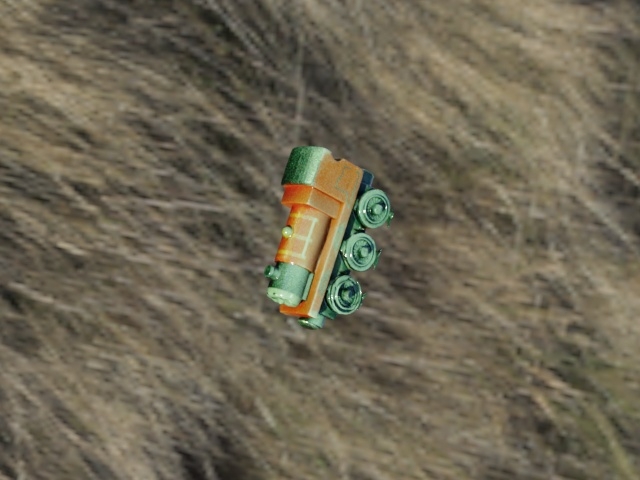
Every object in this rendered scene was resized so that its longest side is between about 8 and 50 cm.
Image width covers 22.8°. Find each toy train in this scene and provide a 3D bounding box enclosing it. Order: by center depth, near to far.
[{"bbox_3d":[0.000,0.000,0.938,0.064,0.044,0.103,26,77,-38],"label":"toy train"}]
